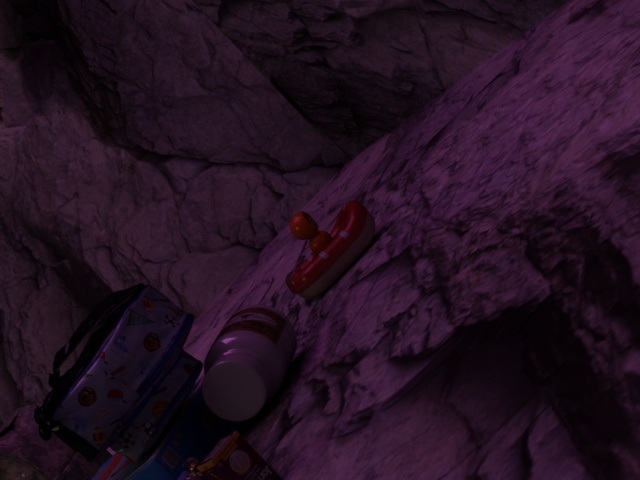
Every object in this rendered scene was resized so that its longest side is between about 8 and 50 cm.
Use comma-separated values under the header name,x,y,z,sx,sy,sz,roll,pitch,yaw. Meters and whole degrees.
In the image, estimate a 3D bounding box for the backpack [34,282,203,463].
name,x,y,z,sx,sy,sz,roll,pitch,yaw
backpack,-0.303,0.204,1.731,0.263,0.213,0.276,-60,12,3

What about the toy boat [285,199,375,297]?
name,x,y,z,sx,sy,sz,roll,pitch,yaw
toy boat,0.000,0.000,2.259,0.231,0.151,0.151,-46,7,-14

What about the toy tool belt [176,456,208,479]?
name,x,y,z,sx,sy,sz,roll,pitch,yaw
toy tool belt,-0.182,0.356,1.590,0.051,0.052,0.083,0,36,33

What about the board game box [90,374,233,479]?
name,x,y,z,sx,sy,sz,roll,pitch,yaw
board game box,-0.296,0.397,1.823,0.302,0.086,0.308,-42,6,21

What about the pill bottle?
name,x,y,z,sx,sy,sz,roll,pitch,yaw
pill bottle,-0.118,0.200,1.783,0.131,0.131,0.229,-42,7,16

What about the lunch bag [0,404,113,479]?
name,x,y,z,sx,sy,sz,roll,pitch,yaw
lunch bag,-0.610,0.502,2.360,0.212,0.256,0.305,-43,6,11

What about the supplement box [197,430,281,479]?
name,x,y,z,sx,sy,sz,roll,pitch,yaw
supplement box,-0.098,0.281,1.326,0.055,0.083,0.043,-49,8,-38
